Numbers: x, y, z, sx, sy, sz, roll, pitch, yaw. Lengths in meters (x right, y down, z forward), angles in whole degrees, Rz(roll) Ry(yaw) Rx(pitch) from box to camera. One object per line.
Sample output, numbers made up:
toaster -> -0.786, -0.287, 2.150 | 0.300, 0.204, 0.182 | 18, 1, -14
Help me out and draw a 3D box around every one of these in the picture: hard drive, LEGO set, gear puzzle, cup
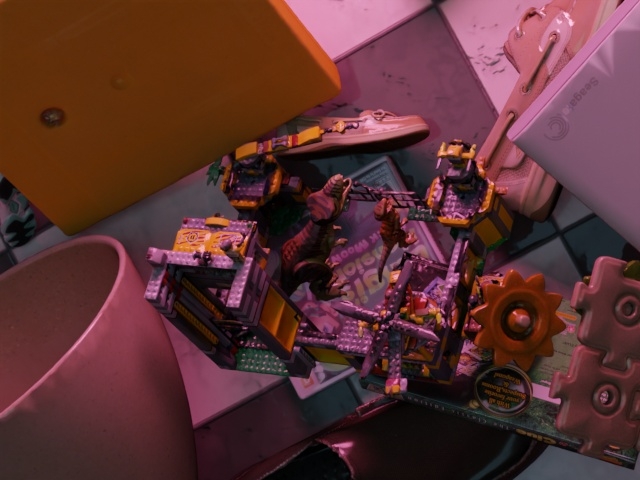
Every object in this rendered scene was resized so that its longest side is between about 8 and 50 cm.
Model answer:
hard drive -> 0.348, -0.070, 1.680 | 0.307, 0.040, 0.203 | 39, 100, -13
LEGO set -> 0.000, 0.000, 1.672 | 0.331, 0.192, 0.255 | 13, 70, 30
gear puzzle -> 0.275, 0.108, 1.645 | 0.339, 0.044, 0.175 | 15, 88, -21
cup -> -0.249, 0.191, 1.768 | 0.331, 0.331, 0.237 | -32, 112, 12

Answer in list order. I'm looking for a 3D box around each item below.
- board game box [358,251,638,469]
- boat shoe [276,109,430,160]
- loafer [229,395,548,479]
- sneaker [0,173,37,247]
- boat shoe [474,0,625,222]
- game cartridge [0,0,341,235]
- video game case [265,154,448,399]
board game box -> 0.179, 0.108, 1.716 | 0.260, 0.030, 0.136 | 17, 66, 12
boat shoe -> 0.029, -0.108, 1.803 | 0.153, 0.056, 0.048 | -7, 81, 24
loafer -> 0.060, 0.219, 1.762 | 0.366, 0.130, 0.134 | -30, 85, 10
sneaker -> -0.316, -0.046, 1.892 | 0.038, 0.069, 0.098 | -19, 132, -21
boat shoe -> 0.215, -0.171, 1.732 | 0.098, 0.109, 0.302 | 21, 102, 11
game cartridge -> -0.186, -0.164, 1.751 | 0.324, 0.285, 0.052 | -27, 43, 15
video game case -> 0.023, 0.037, 1.823 | 0.190, 0.022, 0.173 | -29, 85, 12
